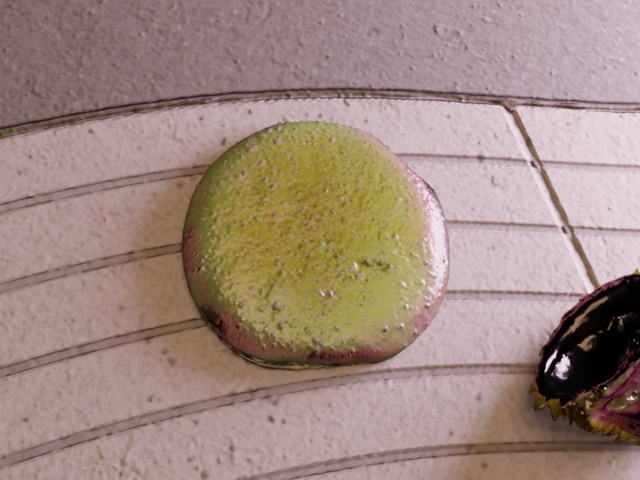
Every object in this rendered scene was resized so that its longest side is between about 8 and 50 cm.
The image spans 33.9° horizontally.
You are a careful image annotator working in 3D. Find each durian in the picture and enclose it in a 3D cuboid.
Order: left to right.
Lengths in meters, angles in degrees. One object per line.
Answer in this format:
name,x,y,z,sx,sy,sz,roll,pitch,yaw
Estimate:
durian,0.254,0.103,0.838,0.187,0.119,0.108,-37,115,-8

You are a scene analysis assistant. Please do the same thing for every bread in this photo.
bread,0.000,0.000,0.861,0.228,0.033,0.228,4,67,-9
